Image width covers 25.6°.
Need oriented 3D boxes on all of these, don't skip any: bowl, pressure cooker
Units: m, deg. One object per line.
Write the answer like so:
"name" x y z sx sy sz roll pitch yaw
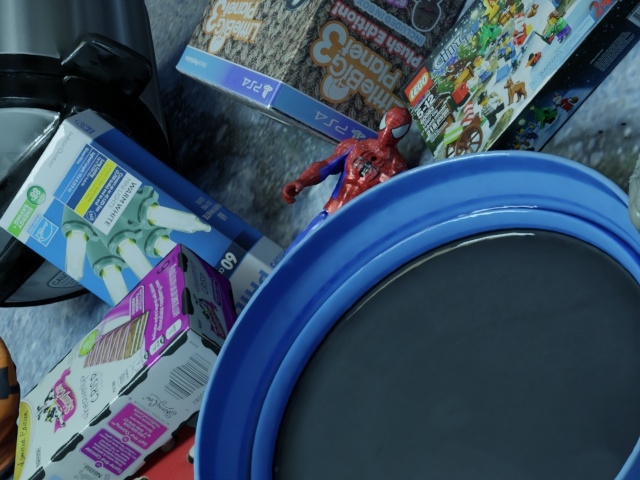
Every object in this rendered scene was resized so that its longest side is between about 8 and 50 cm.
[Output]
"bowl" 0.085 0.112 1.022 0.391 0.077 0.391 -23 45 24
"pressure cooker" -0.362 -0.121 1.627 0.370 0.376 0.420 86 173 -48

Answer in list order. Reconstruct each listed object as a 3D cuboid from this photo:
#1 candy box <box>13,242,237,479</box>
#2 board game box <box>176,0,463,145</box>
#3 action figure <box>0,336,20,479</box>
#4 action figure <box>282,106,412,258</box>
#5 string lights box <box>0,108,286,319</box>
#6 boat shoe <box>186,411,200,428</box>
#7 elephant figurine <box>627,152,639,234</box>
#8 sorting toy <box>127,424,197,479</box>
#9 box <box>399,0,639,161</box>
"candy box" -0.178 0.132 1.279 0.233 0.071 0.159 -45 25 14
"board game box" 0.017 -0.252 1.397 0.232 0.141 0.291 29 93 58
"action figure" -0.308 0.189 1.454 0.178 0.330 0.341 -14 26 44
"action figure" 0.000 0.000 1.263 0.091 0.139 0.280 31 95 15
"string lights box" -0.169 0.001 1.393 0.133 0.260 0.077 -55 0 17
"boat shoe" -0.192 0.272 1.365 0.109 0.091 0.305 117 170 -72
"elephant figurine" 0.275 0.049 0.827 0.169 0.186 0.239 105 153 -80
"sorting toy" -0.100 0.275 1.171 0.255 0.089 0.257 9 58 51
"box" 0.174 -0.162 1.200 0.233 0.044 0.159 -50 35 22
